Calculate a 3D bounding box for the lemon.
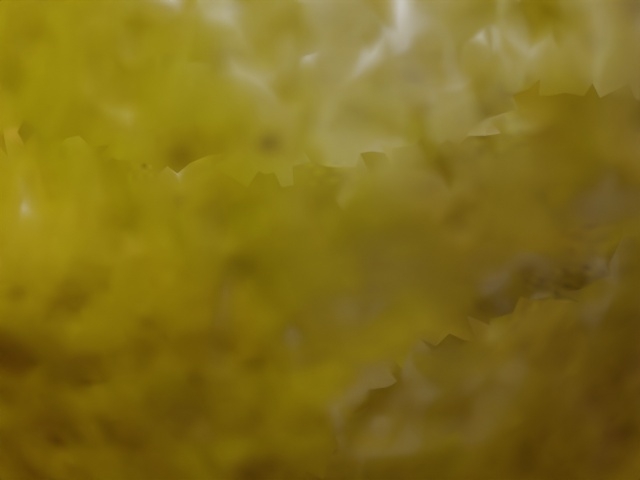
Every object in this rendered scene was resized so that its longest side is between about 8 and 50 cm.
[{"bbox_3d":[0.000,0.000,0.474,0.387,0.350,0.349,-15,87,47],"label":"lemon"}]
